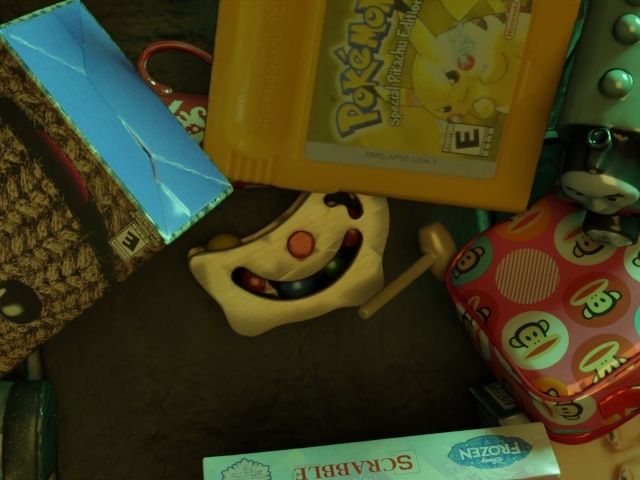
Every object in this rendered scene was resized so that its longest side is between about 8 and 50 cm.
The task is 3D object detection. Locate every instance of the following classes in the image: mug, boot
[{"bbox_3d":[-0.122,-0.113,1.155,0.169,0.113,0.150,1,133,-10],"label":"mug"},{"bbox_3d":[-0.387,0.300,1.154,0.223,0.118,0.338,1,80,-3],"label":"boot"}]

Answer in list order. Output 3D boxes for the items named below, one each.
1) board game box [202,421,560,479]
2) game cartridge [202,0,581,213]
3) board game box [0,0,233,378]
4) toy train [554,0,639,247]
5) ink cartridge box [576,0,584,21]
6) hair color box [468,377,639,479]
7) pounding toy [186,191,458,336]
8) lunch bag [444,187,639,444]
[{"bbox_3d":[0.053,0.317,1.122,0.318,0.066,0.318,-6,132,-6],"label":"board game box"},{"bbox_3d":[0.063,-0.170,1.058,0.324,0.052,0.285,5,118,-8],"label":"game cartridge"},{"bbox_3d":[-0.274,-0.038,1.067,0.291,0.141,0.232,-37,96,30],"label":"board game box"},{"bbox_3d":[0.294,-0.165,1.048,0.142,0.190,0.333,13,79,27],"label":"toy train"},{"bbox_3d":[0.158,-0.271,1.126,0.176,0.128,0.127,39,129,-22],"label":"ink cartridge box"},{"bbox_3d":[0.352,0.182,1.210,0.347,0.105,0.173,-21,106,-5],"label":"hair color box"},{"bbox_3d":[0.000,0.000,1.157,0.270,0.155,0.154,-16,97,-6],"label":"pounding toy"},{"bbox_3d":[0.295,0.054,1.107,0.293,0.258,0.120,-31,136,-4],"label":"lunch bag"}]
